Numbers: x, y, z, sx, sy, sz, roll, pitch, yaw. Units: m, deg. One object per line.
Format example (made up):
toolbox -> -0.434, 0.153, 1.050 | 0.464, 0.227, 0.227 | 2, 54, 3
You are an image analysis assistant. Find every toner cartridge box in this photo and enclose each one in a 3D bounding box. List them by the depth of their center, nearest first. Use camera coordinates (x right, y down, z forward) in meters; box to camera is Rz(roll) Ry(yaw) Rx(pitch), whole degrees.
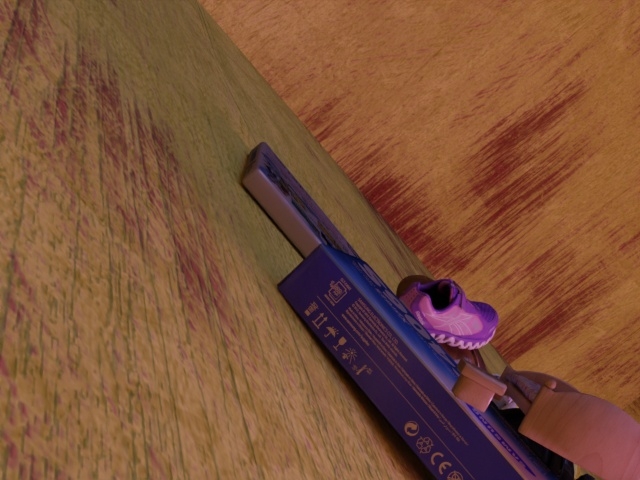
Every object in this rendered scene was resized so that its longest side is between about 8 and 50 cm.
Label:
toner cartridge box -> 0.110, 0.159, 1.081 | 0.348, 0.075, 0.165 | 49, 11, 20

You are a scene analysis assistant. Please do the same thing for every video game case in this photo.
video game case -> 0.000, 0.000, 1.505 | 0.329, 0.036, 0.300 | 51, 7, -11

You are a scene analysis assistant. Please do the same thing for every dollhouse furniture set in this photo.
dollhouse furniture set -> 0.323, 0.154, 1.085 | 0.355, 0.174, 0.303 | 29, 2, 0

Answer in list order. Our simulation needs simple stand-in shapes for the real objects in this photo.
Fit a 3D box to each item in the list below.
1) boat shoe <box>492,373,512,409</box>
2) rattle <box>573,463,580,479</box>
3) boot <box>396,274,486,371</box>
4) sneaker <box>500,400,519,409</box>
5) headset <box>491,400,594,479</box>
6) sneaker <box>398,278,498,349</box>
boat shoe -> 0.329, 0.299, 1.856 | 0.095, 0.084, 0.258 | 52, 7, 6
rattle -> 0.350, 0.414, 1.636 | 0.200, 0.142, 0.130 | 113, -28, -81
boot -> 0.191, 0.145, 1.734 | 0.115, 0.112, 0.305 | 34, 18, -33
sneaker -> 0.359, 0.360, 1.717 | 0.126, 0.091, 0.240 | 55, 7, 24
headset -> 0.318, 0.319, 1.275 | 0.243, 0.185, 0.394 | 49, 4, -15
sneaker -> 0.215, 0.114, 1.618 | 0.236, 0.105, 0.095 | 5, 33, -36
